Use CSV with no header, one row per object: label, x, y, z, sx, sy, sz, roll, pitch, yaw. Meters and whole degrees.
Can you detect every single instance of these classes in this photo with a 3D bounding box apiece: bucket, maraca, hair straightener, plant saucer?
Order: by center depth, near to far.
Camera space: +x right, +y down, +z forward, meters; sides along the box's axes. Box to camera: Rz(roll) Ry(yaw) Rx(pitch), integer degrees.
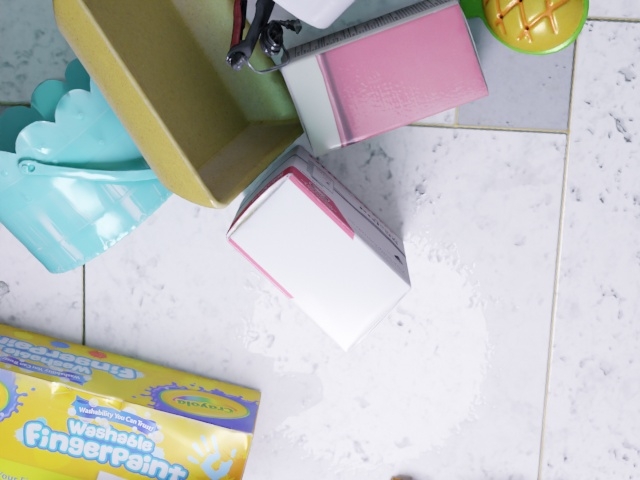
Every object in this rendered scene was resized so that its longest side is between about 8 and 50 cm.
plant saucer,-0.179,-0.214,1.706,0.081,0.333,0.333,-29,100,28
hair straightener,-0.067,-0.270,1.724,0.089,0.230,0.047,-2,124,4
bucket,-0.304,-0.103,1.761,0.281,0.281,0.183,-34,109,11
maraca,0.251,-0.306,1.762,0.185,0.099,0.127,28,103,24

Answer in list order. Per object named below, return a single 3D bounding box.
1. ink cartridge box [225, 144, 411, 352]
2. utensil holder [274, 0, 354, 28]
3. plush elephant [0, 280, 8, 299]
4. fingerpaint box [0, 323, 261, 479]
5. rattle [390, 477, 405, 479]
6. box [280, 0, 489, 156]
ink cartridge box,0.000,0.000,1.757,0.207,0.283,0.117,43,99,-7
utensil holder,0.026,-0.488,1.617,0.327,0.327,0.385,43,106,-7
plush elephant,-0.545,0.002,1.770,0.255,0.272,0.330,14,103,18
fingerpaint box,-0.340,0.342,1.926,0.444,0.163,0.371,14,105,-1
rattle,0.222,0.363,1.962,0.199,0.143,0.130,-32,133,-4
box,0.078,-0.211,1.759,0.232,0.148,0.127,-20,104,5
